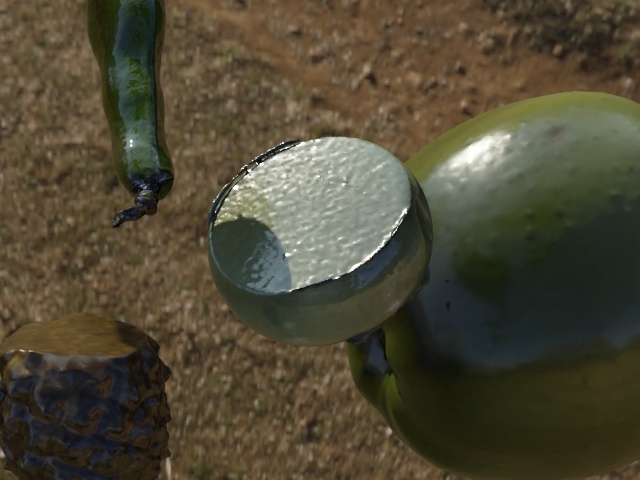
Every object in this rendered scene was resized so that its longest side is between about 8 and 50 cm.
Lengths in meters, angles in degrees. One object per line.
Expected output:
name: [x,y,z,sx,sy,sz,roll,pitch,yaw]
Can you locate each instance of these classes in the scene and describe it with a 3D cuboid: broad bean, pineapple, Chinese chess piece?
broad bean: [-0.150,-0.133,1.080,0.067,0.075,0.325,-7,60,-10]
pineapple: [-0.133,0.167,0.800,0.119,0.237,0.111,-12,14,-36]
Chinese chess piece: [0.000,0.000,1.106,0.188,0.083,0.188,-12,46,13]

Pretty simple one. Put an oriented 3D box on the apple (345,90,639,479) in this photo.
apple: [0.249,0.061,1.534,0.474,0.473,0.473,4,52,-5]
